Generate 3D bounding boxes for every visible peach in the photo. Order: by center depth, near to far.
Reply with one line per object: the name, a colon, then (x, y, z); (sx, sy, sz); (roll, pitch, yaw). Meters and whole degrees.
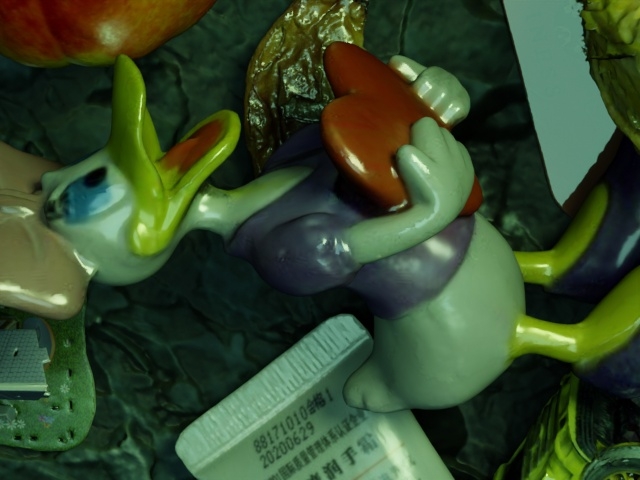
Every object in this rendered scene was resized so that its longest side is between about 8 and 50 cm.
peach: (-0.128, -0.191, 0.874); (0.190, 0.190, 0.192); (-10, 115, 9)

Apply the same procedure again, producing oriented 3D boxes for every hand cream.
hand cream: (0.052, 0.205, 0.996); (0.140, 0.089, 0.314); (-35, 93, 12)

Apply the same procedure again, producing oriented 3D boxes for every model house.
model house: (-0.224, 0.081, 0.996); (0.167, 0.088, 0.117); (3, 102, 6)

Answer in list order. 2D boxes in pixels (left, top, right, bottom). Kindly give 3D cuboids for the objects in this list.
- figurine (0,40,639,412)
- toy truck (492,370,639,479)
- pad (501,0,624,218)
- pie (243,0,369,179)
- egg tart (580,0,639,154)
figurine: (0.006, -0.003, 0.886); (0.421, 0.154, 0.193); (16, 122, -14)
toy truck: (0.215, 0.203, 0.960); (0.272, 0.124, 0.157); (36, 114, -6)
pad: (0.190, -0.149, 0.940); (0.181, 0.004, 0.267); (-14, 101, 10)
pie: (0.001, -0.061, 0.965); (0.088, 0.033, 0.191); (-14, 103, 5)
egg tart: (0.206, -0.133, 0.839); (0.090, 0.212, 0.212); (26, 109, -43)
